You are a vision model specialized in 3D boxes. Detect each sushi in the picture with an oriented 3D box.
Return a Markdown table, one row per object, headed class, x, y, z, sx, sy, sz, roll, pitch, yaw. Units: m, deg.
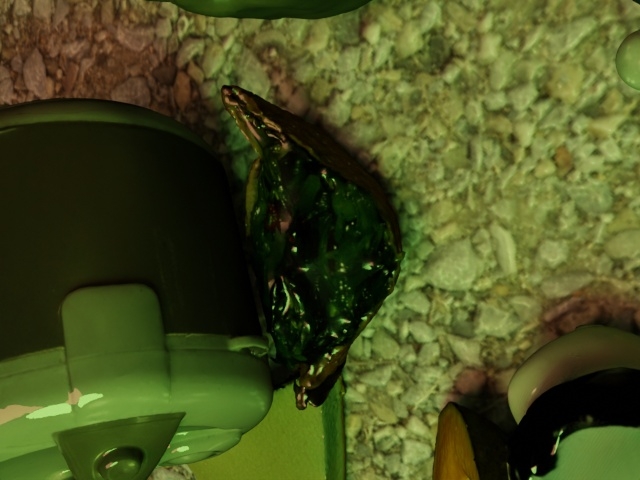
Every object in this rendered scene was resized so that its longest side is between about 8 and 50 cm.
| class | x | y | z | sx | sy | sz | roll | pitch | yaw |
| --- | --- | --- | --- | --- | --- | --- | --- | --- | --- |
| sushi | 0.000 | 0.000 | 0.663 | 0.149 | 0.140 | 0.287 | 5 | 111 | 39 |

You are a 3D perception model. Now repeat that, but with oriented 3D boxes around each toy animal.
| class | x | y | z | sx | sy | sz | roll | pitch | yaw |
| --- | --- | --- | --- | --- | --- | --- | --- | --- | --- |
| toy animal | 0.216 | 0.153 | 0.557 | 0.138 | 0.179 | 0.166 | -32 | 102 | 20 |

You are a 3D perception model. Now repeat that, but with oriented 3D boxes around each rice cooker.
| class | x | y | z | sx | sy | sz | roll | pitch | yaw |
| --- | --- | --- | --- | --- | --- | --- | --- | --- | --- |
| rice cooker | -0.219 | 0.078 | 0.681 | 0.335 | 0.335 | 0.326 | -31 | 65 | 37 |

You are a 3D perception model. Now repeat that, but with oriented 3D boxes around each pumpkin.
| class | x | y | z | sx | sy | sz | roll | pitch | yaw |
| --- | --- | --- | --- | --- | --- | --- | --- | --- | --- |
| pumpkin | 0.171 | 0.234 | 0.678 | 0.130 | 0.149 | 0.254 | 4 | 140 | 0 |

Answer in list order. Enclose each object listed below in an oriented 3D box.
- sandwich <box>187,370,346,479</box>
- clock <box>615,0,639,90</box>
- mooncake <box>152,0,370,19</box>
| class | x | y | z | sx | sy | sz | roll | pitch | yaw |
| --- | --- | --- | --- | --- | --- | --- | --- | --- | --- |
| sandwich | -0.026 | 0.261 | 0.832 | 0.245 | 0.063 | 0.212 | -31 | 92 | 37 |
| clock | 0.259 | -0.165 | 0.435 | 0.199 | 0.146 | 0.243 | -33 | 92 | 32 |
| mooncake | -0.050 | -0.340 | 0.541 | 0.356 | 0.194 | 0.357 | 13 | 115 | 29 |
